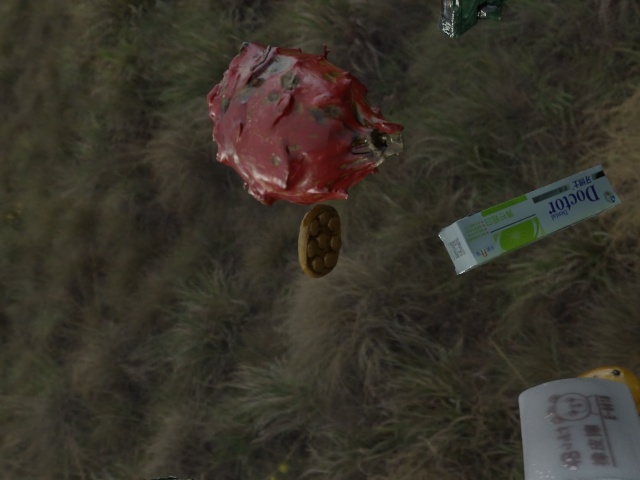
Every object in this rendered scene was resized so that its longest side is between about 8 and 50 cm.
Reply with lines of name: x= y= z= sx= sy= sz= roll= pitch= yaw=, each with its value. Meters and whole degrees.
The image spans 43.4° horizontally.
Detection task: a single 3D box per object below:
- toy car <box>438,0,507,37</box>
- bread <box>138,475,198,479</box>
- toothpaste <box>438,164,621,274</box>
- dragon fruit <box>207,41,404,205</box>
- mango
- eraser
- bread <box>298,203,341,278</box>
toy car: x=0.278 y=-0.447 z=1.219 sx=0.097 sy=0.141 sz=0.321 roll=29 pitch=58 yaw=30
bread: x=-0.112 y=0.297 z=0.552 sx=0.267 sy=0.040 sz=0.266 roll=-3 pitch=75 yaw=10
toothpaste: x=0.357 y=-0.041 z=1.355 sx=0.081 sy=0.337 sz=0.067 roll=65 pitch=154 yaw=9
dragon fruit: x=-0.018 y=-0.137 z=1.022 sx=0.268 sy=0.205 sz=0.210 roll=17 pitch=82 yaw=28
mango: x=0.620 y=0.358 z=1.785 sx=0.227 sy=0.147 sz=0.109 roll=-57 pitch=7 yaw=49
eraser: x=0.383 y=0.304 z=1.169 sx=0.174 sy=0.270 sz=0.094 roll=-8 pitch=109 yaw=15
bread: x=0.000 y=0.000 z=1.113 sx=0.024 sy=0.110 sz=0.110 roll=7 pitch=80 yaw=30
